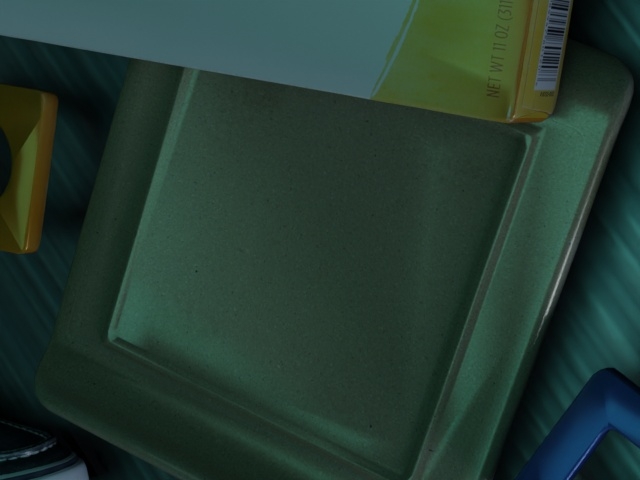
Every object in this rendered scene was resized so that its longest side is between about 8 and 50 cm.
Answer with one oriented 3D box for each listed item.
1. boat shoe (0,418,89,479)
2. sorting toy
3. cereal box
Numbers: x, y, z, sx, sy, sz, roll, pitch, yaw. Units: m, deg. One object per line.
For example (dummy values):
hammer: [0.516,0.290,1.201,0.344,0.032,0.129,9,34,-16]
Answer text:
boat shoe: [-0.178,0.068,0.680,0.183,0.065,0.083,0,97,27]
sorting toy: [0.000,0.000,0.597,0.348,0.047,0.196,24,101,22]
cereal box: [-0.028,-0.141,0.550,0.240,0.047,0.173,11,100,23]
